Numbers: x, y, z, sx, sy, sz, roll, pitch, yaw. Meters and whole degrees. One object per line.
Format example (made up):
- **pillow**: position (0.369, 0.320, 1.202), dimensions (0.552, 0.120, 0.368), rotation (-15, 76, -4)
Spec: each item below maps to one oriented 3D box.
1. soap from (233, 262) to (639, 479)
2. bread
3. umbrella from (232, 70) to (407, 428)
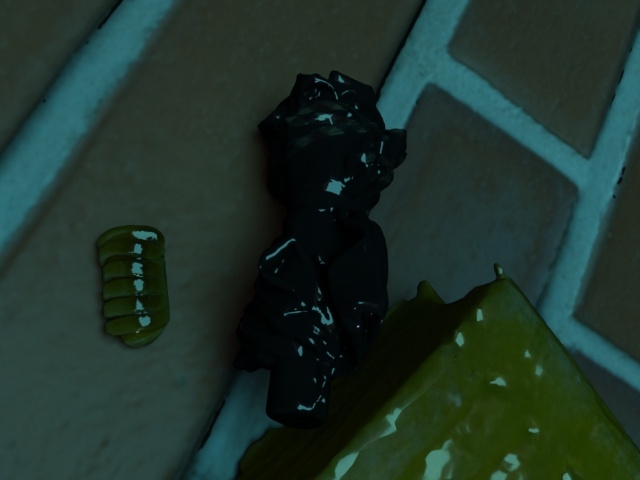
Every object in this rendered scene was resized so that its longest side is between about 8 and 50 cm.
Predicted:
- **soap**: position (0.102, 0.235, 0.582), dimensions (0.293, 0.156, 0.335), rotation (-39, 97, -27)
- **bread**: position (-0.132, 0.031, 0.592), dimensions (0.049, 0.034, 0.087), rotation (0, 77, -19)
- **umbrella**: position (0.001, -0.001, 0.595), dimensions (0.110, 0.122, 0.272), rotation (59, 32, -49)
